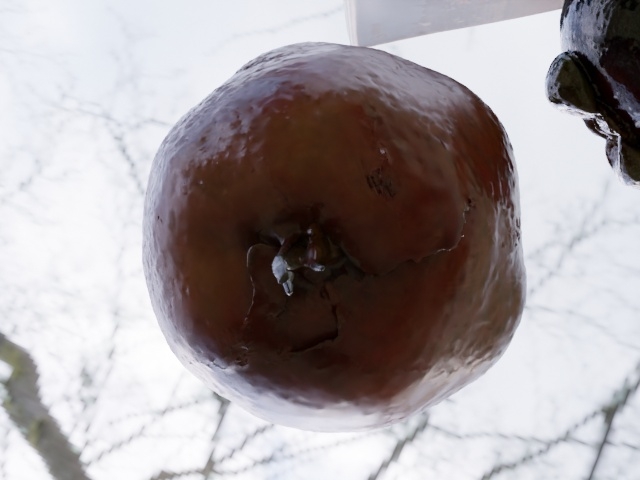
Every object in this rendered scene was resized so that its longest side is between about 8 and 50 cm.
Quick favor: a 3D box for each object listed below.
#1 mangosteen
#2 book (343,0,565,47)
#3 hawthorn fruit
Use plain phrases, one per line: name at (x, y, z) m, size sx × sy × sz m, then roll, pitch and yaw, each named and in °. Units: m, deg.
mangosteen at (0.201, -0.100, 1.123) m, size 0.152 × 0.152 × 0.152 m, roll -11°, pitch -72°, yaw -36°
book at (0.198, -0.214, 1.394) m, size 0.374 × 0.262 × 0.028 m, roll -10°, pitch -100°, yaw 0°
hawthorn fruit at (0.000, 0.000, 0.999) m, size 0.299 × 0.211 × 0.211 m, roll -16°, pitch -62°, yaw -79°
